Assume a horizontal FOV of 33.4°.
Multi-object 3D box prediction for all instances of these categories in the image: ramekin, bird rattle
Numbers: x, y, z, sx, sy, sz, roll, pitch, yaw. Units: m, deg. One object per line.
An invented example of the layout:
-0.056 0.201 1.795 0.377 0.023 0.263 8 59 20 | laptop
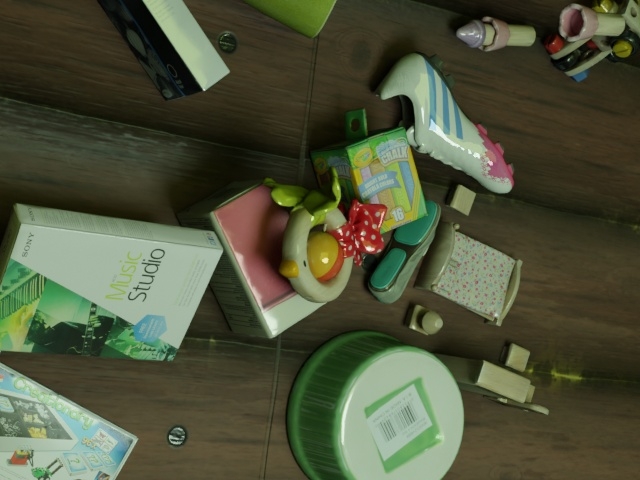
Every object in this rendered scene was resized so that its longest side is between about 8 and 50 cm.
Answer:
0.107 0.315 1.882 0.303 0.148 0.303 0 91 -29 | ramekin
0.000 0.000 1.701 0.253 0.143 0.207 48 51 -54 | bird rattle

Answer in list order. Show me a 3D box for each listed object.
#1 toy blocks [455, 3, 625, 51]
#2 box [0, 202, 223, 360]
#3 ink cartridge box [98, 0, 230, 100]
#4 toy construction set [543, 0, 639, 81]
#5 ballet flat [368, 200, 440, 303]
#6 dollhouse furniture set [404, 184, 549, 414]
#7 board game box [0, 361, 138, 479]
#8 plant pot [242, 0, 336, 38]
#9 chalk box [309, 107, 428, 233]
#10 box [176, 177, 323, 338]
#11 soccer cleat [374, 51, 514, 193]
0.362 -0.508 1.938 0.260 0.288 0.309 -5 96 -35 | toy blocks
-0.334 0.072 1.608 0.322 0.058 0.232 8 121 -32 | box
-0.282 -0.373 1.649 0.065 0.165 0.333 -40 108 -22 | ink cartridge box
0.573 -0.480 2.086 0.257 0.237 0.309 -35 106 -24 | toy construction set
0.159 0.023 1.966 0.213 0.072 0.068 -56 142 -16 | ballet flat
0.349 0.115 2.003 0.303 0.174 0.356 25 79 -28 | dollhouse furniture set
-0.453 0.313 1.615 0.305 0.053 0.193 36 76 -26 | board game box
-0.105 -0.505 1.713 0.293 0.275 0.275 18 82 -13 | plant pot
0.078 -0.123 1.873 0.132 0.132 0.213 -22 100 -28 | chalk box
-0.113 0.028 1.756 0.127 0.148 0.232 -32 106 -26 | box
0.225 -0.194 1.980 0.143 0.116 0.331 -41 108 -6 | soccer cleat
